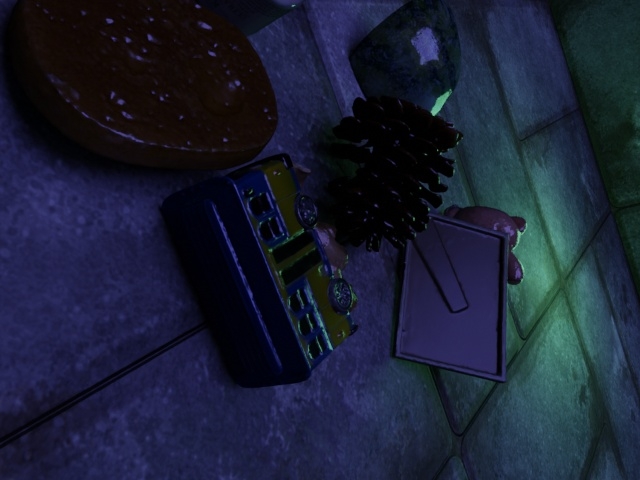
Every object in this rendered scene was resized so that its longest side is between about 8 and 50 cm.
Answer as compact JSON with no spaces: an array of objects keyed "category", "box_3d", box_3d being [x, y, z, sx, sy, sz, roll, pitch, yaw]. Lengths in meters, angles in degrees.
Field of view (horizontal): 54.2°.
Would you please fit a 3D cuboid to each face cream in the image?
[{"category":"face cream","box_3d":[-0.123,-0.415,0.965,0.177,0.152,0.177,21,62,-46]}]

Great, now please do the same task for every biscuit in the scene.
[{"category":"biscuit","box_3d":[-0.220,-0.233,0.823,0.367,0.063,0.314,-5,66,-47]}]

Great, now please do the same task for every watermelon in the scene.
[{"category":"watermelon","box_3d":[0.194,-0.375,1.371,0.176,0.255,0.260,137,-69,-82]}]

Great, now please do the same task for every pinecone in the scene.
[{"category":"pinecone","box_3d":[0.114,-0.116,1.119,0.246,0.246,0.292,37,65,-39]}]

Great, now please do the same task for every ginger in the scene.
[{"category":"ginger","box_3d":[0.000,0.000,1.047,0.089,0.075,0.288,-30,108,-29]}]

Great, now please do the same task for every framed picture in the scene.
[{"category":"framed picture","box_3d":[0.277,0.106,1.296,0.247,0.022,0.335,15,63,-12]}]

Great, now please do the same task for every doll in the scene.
[{"category":"doll","box_3d":[0.362,0.062,1.448,0.156,0.201,0.303,86,18,-60]}]

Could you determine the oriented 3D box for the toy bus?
[{"category":"toy bus","box_3d":[-0.078,0.040,0.875,0.175,0.138,0.288,-33,105,-53]}]
